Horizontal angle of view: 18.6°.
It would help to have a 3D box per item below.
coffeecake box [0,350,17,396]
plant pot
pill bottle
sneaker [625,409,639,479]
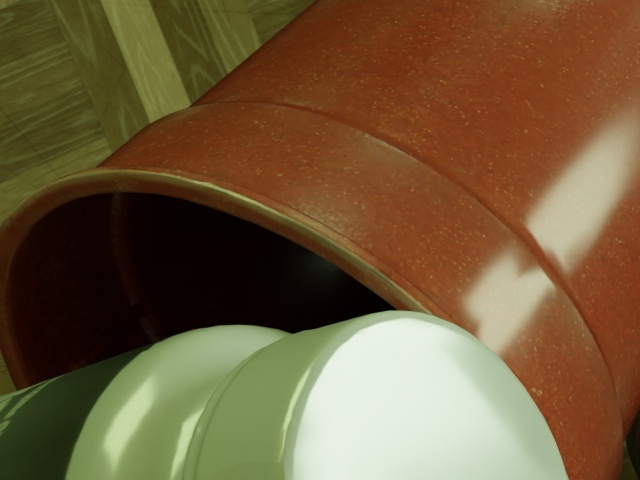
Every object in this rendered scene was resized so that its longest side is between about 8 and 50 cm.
[{"bbox_3d":[-0.317,0.129,1.675,0.185,0.068,0.142,-18,2,23],"label":"coffeecake box"},{"bbox_3d":[0.047,0.000,0.835,0.272,0.272,0.265,-11,31,47],"label":"plant pot"},{"bbox_3d":[-0.059,0.120,0.684,0.283,0.161,0.161,-21,8,42],"label":"pill bottle"},{"bbox_3d":[0.268,0.057,0.773,0.292,0.108,0.169,-30,10,8],"label":"sneaker"}]
